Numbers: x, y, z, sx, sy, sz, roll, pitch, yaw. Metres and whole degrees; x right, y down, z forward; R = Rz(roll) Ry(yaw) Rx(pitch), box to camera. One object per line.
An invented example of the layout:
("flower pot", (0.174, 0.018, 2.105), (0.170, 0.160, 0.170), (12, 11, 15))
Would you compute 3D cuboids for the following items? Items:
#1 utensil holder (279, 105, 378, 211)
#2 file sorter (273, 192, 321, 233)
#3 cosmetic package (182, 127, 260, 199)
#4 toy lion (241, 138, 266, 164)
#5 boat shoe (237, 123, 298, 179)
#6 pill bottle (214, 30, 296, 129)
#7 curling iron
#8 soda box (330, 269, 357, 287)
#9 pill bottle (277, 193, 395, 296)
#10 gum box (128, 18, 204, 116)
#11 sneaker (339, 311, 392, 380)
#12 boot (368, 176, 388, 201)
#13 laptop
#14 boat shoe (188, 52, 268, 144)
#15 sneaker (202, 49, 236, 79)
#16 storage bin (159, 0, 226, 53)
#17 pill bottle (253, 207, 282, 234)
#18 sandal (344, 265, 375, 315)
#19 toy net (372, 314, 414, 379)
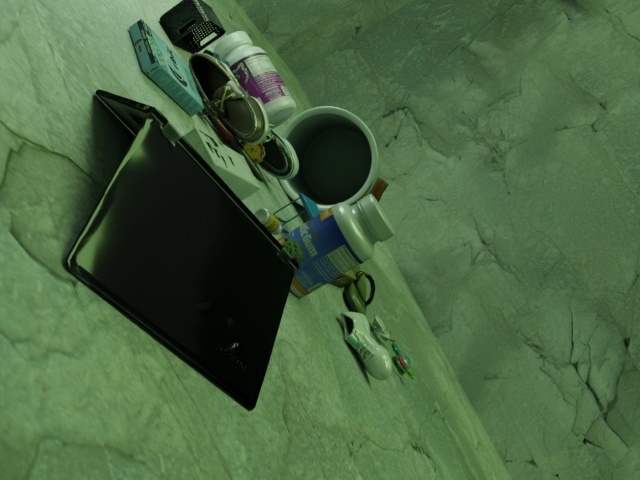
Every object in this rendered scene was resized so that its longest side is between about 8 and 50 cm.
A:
("utensil holder", (0.042, -0.262, 2.150), (0.327, 0.328, 0.385), (59, 8, 1))
("file sorter", (-0.036, -0.018, 1.697), (0.170, 0.104, 0.118), (62, 12, 17))
("cosmetic package", (-0.219, -0.164, 1.399), (0.099, 0.060, 0.239), (63, 12, 14))
("toy lion", (-0.194, -0.254, 1.711), (0.100, 0.096, 0.034), (21, -11, 1))
("boat shoe", (-0.181, -0.297, 1.792), (0.306, 0.113, 0.105), (57, 17, 2))
("pill bottle", (-0.219, -0.515, 2.051), (0.301, 0.169, 0.169), (59, 11, 5))
("curling iron", (-0.234, -0.253, 1.635), (0.274, 0.035, 0.068), (53, 17, -26))
("soda box", (0.048, 0.093, 1.892), (0.061, 0.058, 0.181), (63, 12, 19))
("pill bottle", (0.030, 0.005, 1.488), (0.152, 0.272, 0.152), (55, 11, -17))
("gum box", (-0.355, -0.397, 1.469), (0.184, 0.041, 0.157), (43, 20, -57))
("sneaker", (0.108, 0.276, 1.672), (0.094, 0.080, 0.212), (26, 25, -49))
("boot", (0.118, -0.070, 2.016), (0.096, 0.280, 0.264), (26, -2, 5))
("laptop", (-0.236, -0.002, 1.009), (0.408, 0.236, 0.382), (27, -18, 50))
("boat shoe", (-0.249, -0.378, 1.676), (0.097, 0.116, 0.324), (21, 31, -57))
("sneaker", (-0.312, -0.490, 1.855), (0.087, 0.083, 0.221), (35, 17, -36))
("storage bin", (-0.360, -0.610, 1.800), (0.084, 0.122, 0.180), (59, 11, -1))
("pill bottle", (-0.125, -0.043, 1.529), (0.083, 0.043, 0.043), (42, 20, -55))
("sandal", (0.135, 0.157, 2.028), (0.120, 0.086, 0.303), (56, 12, -17))
("toy net", (0.224, 0.346, 2.040), (0.232, 0.045, 0.122), (54, 14, -13))
